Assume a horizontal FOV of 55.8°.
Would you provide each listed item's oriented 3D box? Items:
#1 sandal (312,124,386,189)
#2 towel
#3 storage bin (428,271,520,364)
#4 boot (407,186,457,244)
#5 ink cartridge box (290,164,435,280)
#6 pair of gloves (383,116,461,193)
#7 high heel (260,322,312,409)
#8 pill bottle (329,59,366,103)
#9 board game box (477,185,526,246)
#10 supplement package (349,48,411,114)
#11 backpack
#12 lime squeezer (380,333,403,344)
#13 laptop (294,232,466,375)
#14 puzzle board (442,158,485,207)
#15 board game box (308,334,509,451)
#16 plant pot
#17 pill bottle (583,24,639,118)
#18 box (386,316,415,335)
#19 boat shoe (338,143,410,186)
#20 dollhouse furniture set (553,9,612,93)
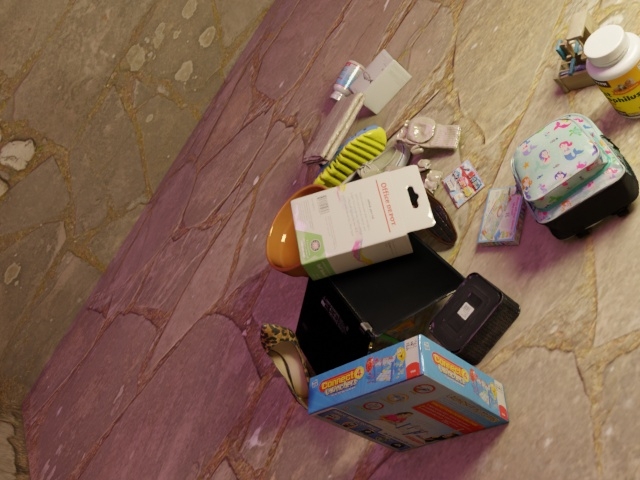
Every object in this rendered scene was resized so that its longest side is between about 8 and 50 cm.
[{"bbox_3d":[0.088,-0.287,2.047,0.317,0.126,0.138,-37,36,26],"label":"sandal"},{"bbox_3d":[0.047,-0.375,2.057,0.282,0.049,0.187,-60,22,-9],"label":"towel"},{"bbox_3d":[0.354,0.180,1.398,0.180,0.084,0.122,-53,35,8],"label":"storage bin"},{"bbox_3d":[0.316,-0.079,1.655,0.082,0.106,0.219,-44,67,26],"label":"boot"},{"bbox_3d":[0.115,-0.047,1.598,0.353,0.119,0.207,-16,60,9],"label":"ink cartridge box"},{"bbox_3d":[0.290,-0.250,1.787,0.204,0.042,0.240,22,91,38],"label":"pair of gloves"},{"bbox_3d":[-0.084,0.347,1.665,0.093,0.261,0.186,-27,46,3],"label":"high heel"},{"bbox_3d":[0.101,-0.591,2.283,0.087,0.087,0.160,27,86,55],"label":"pill bottle"},{"bbox_3d":[0.456,-0.061,1.505,0.103,0.026,0.154,-5,61,49],"label":"board game box"},{"bbox_3d":[0.208,-0.553,2.109,0.179,0.105,0.105,-46,39,18],"label":"supplement package"},{"bbox_3d":[0.544,-0.159,1.346,0.225,0.191,0.254,-37,35,29],"label":"backpack"},{"bbox_3d":[0.105,0.277,1.653,0.310,0.058,0.110,-25,47,37],"label":"lime squeezer"},{"bbox_3d":[0.137,0.194,1.614,0.382,0.236,0.408,-130,49,-56],"label":"laptop"},{"bbox_3d":[0.393,-0.159,1.670,0.096,0.011,0.128,-41,38,22],"label":"puzzle board"},{"bbox_3d":[0.186,0.340,1.289,0.301,0.308,0.086,-30,42,34],"label":"board game box"},{"bbox_3d":[0.000,0.000,1.861,0.290,0.203,0.291,-29,45,34],"label":"plant pot"},{"bbox_3d":[0.663,-0.370,1.321,0.117,0.215,0.117,-31,43,34],"label":"pill bottle"},{"bbox_3d":[0.209,0.180,1.625,0.081,0.028,0.136,-31,41,34],"label":"box"},{"bbox_3d":[0.155,-0.198,1.915,0.302,0.094,0.109,-46,37,16],"label":"boat shoe"},{"bbox_3d":[0.626,-0.476,1.473,0.129,0.183,0.129,-2,62,50],"label":"dollhouse furniture set"}]
